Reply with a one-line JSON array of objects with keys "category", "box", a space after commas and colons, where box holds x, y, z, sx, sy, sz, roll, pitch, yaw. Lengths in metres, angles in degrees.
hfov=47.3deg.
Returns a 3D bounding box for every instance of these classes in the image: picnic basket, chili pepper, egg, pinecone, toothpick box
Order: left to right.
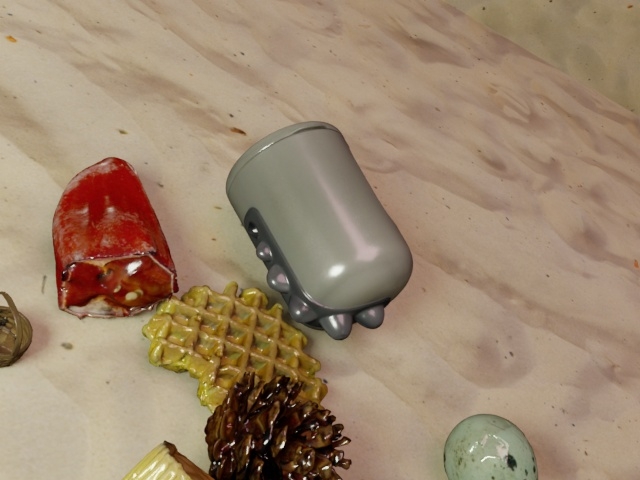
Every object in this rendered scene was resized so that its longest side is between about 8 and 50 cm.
[{"category": "picnic basket", "box": [-0.351, 0.097, 0.812, 0.072, 0.083, 0.072, 22, 41, -20]}, {"category": "chili pepper", "box": [-0.289, -0.017, 0.974, 0.136, 0.144, 0.252, 43, 16, -48]}, {"category": "pinecone", "box": [-0.050, 0.231, 0.819, 0.174, 0.173, 0.173, 23, 41, -21]}, {"category": "toothpick box", "box": [0.000, 0.000, 1.105, 0.229, 0.229, 0.316, -8, 60, -44]}, {"category": "egg", "box": [0.249, 0.330, 1.046, 0.131, 0.131, 0.164, -18, 72, -48]}]

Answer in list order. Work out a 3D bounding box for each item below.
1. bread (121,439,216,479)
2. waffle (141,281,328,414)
[{"category": "bread", "box": [-0.089, 0.330, 0.652, 0.288, 0.204, 0.156, 41, 76, 1]}, {"category": "waffle", "box": [-0.106, 0.168, 0.971, 0.249, 0.056, 0.253, 0, 54, -40]}]
